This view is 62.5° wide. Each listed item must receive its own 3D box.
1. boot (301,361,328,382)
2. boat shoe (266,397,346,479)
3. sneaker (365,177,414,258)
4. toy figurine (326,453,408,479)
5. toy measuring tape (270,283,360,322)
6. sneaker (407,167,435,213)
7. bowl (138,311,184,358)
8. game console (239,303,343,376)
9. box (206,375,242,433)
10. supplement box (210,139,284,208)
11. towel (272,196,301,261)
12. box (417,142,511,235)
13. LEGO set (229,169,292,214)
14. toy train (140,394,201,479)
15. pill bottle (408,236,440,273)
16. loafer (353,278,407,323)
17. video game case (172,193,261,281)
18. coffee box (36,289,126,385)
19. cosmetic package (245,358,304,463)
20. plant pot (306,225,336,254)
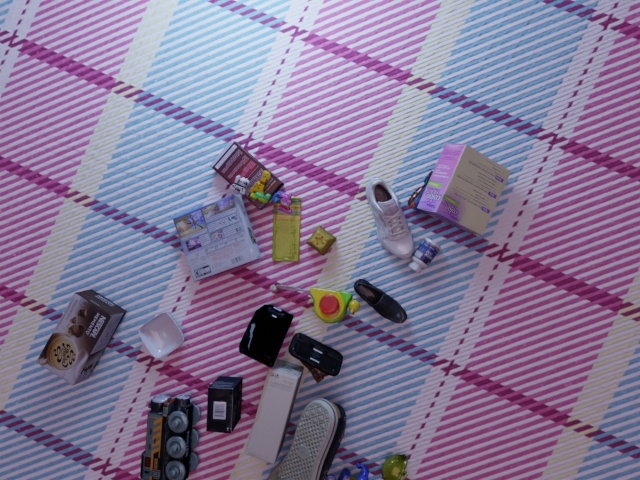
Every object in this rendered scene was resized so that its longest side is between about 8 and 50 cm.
[{"bbox_3d":[-0.006,0.440,1.903,0.106,0.037,0.114,-37,83,2],"label":"boot"},{"bbox_3d":[-0.048,0.780,1.831,0.187,0.156,0.500,26,95,34],"label":"boat shoe"},{"bbox_3d":[0.235,-0.074,1.824,0.114,0.152,0.305,-25,89,2],"label":"sneaker"},{"bbox_3d":[0.124,0.863,1.821,0.217,0.191,0.362,30,91,9],"label":"toy figurine"},{"bbox_3d":[-0.025,0.229,1.867,0.330,0.121,0.121,6,90,12],"label":"toy measuring tape"},{"bbox_3d":[0.404,-0.185,1.855,0.087,0.083,0.221,39,96,-12],"label":"sneaker"},{"bbox_3d":[-0.578,0.346,1.939,0.142,0.053,0.142,-34,87,3],"label":"bowl"},{"bbox_3d":[-0.091,0.375,1.847,0.361,0.044,0.213,27,47,-4],"label":"game console"},{"bbox_3d":[-0.338,0.577,1.865,0.093,0.158,0.155,3,90,4],"label":"box"},{"bbox_3d":[-0.263,-0.237,1.903,0.239,0.073,0.130,42,94,4],"label":"supplement box"},{"bbox_3d":[-0.124,-0.042,1.918,0.102,0.021,0.237,2,90,6],"label":"towel"},{"bbox_3d":[0.484,-0.172,1.779,0.214,0.117,0.242,23,91,-24],"label":"box"},{"bbox_3d":[-0.184,-0.183,1.815,0.227,0.087,0.093,23,108,4],"label":"LEGO set"},{"bbox_3d":[-0.545,0.720,1.900,0.190,0.142,0.333,3,90,14],"label":"toy train"},{"bbox_3d":[0.362,0.054,1.854,0.067,0.067,0.120,35,93,4],"label":"pill bottle"},{"bbox_3d":[0.210,0.218,1.861,0.223,0.078,0.076,38,93,4],"label":"loafer"},{"bbox_3d":[-0.370,-0.008,1.889,0.270,0.061,0.244,-19,89,19],"label":"video game case"},{"bbox_3d":[-0.871,0.350,1.929,0.168,0.119,0.297,31,93,5],"label":"coffee box"},{"bbox_3d":[-0.157,0.592,1.852,0.113,0.160,0.309,16,90,6],"label":"cosmetic package"},{"bbox_3d":[0.000,0.000,1.876,0.081,0.083,0.081,38,93,5],"label":"plant pot"}]
